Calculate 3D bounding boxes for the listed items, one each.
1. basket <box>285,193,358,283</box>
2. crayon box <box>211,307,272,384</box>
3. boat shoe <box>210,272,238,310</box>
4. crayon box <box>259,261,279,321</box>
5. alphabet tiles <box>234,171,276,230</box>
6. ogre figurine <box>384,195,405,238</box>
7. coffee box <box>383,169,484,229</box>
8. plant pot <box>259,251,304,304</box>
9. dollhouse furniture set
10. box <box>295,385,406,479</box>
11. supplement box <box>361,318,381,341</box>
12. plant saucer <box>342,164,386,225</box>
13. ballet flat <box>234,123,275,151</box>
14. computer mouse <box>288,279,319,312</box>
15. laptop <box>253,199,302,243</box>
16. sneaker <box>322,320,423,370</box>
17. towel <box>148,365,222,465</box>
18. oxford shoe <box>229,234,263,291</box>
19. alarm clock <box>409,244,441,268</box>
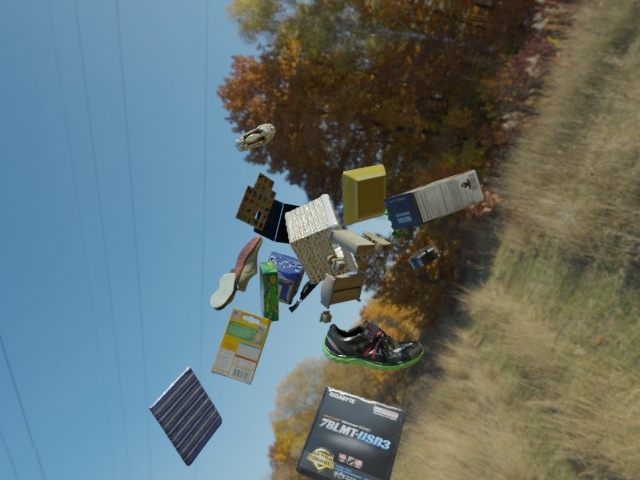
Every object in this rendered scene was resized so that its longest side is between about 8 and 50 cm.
[{"bbox_3d":[0.000,0.000,2.293,0.331,0.266,0.329,-108,-6,-56],"label":"basket"},{"bbox_3d":[-0.380,0.509,2.140,0.083,0.202,0.323,145,143,-85],"label":"crayon box"},{"bbox_3d":[-0.482,0.278,2.256,0.303,0.114,0.091,-77,-24,-62],"label":"boat shoe"},{"bbox_3d":[-0.272,0.269,2.320,0.165,0.081,0.279,-132,40,-68],"label":"crayon box"},{"bbox_3d":[-0.287,-0.184,2.017,0.198,0.009,0.238,29,-101,-56],"label":"alphabet tiles"},{"bbox_3d":[0.335,-0.116,1.978,0.197,0.096,0.118,52,-149,-30],"label":"ogre figurine"},{"bbox_3d":[0.329,-0.118,1.277,0.246,0.141,0.098,-20,-86,-25],"label":"coffee box"},{"bbox_3d":[-0.233,0.237,2.622,0.212,0.235,0.236,-71,-2,-61],"label":"plant pot"},{"bbox_3d":[0.112,0.147,1.911,0.303,0.173,0.356,-3,-65,-40],"label":"dollhouse furniture set"},{"bbox_3d":[0.107,0.671,1.452,0.073,0.295,0.294,74,-146,-52],"label":"box"},{"bbox_3d":[0.223,0.390,1.904,0.083,0.054,0.043,-55,-12,-7],"label":"supplement box"},{"bbox_3d":[0.286,-0.269,2.648,0.332,0.080,0.333,-17,-66,-34],"label":"plant saucer"},{"bbox_3d":[-0.283,-0.471,1.993,0.241,0.091,0.077,-41,15,-33],"label":"ballet flat"},{"bbox_3d":[-0.104,0.316,2.604,0.262,0.060,0.184,-49,-3,21],"label":"computer mouse"},{"bbox_3d":[-0.229,-0.118,2.524,0.136,0.264,0.235,-8,-63,-55],"label":"laptop"},{"bbox_3d":[0.251,0.487,2.069,0.185,0.481,0.203,-74,-11,-84],"label":"sneaker"},{"bbox_3d":[-0.553,0.731,1.830,0.243,0.040,0.336,-49,-56,-51],"label":"towel"},{"bbox_3d":[-0.466,0.148,2.862,0.140,0.146,0.397,-4,54,58],"label":"oxford shoe"},{"bbox_3d":[0.443,0.068,1.901,0.129,0.064,0.192,-30,-2,-6],"label":"alarm clock"}]
